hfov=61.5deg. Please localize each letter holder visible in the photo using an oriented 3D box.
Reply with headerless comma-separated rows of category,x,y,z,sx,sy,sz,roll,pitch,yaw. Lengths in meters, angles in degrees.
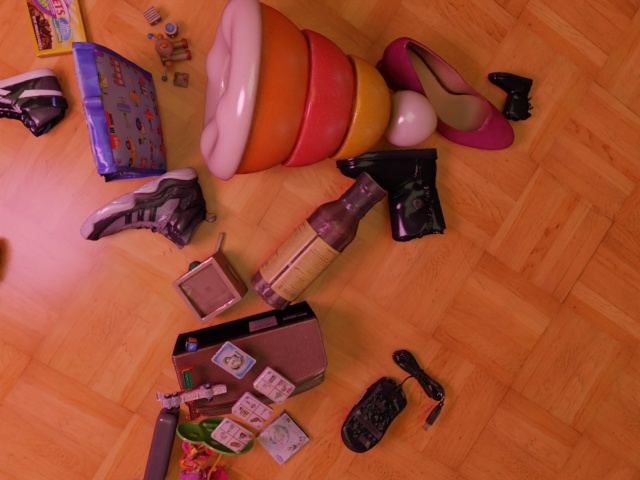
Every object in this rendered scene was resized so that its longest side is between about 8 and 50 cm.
letter holder,-0.140,0.285,1.168,0.302,0.152,0.214,-14,98,-8

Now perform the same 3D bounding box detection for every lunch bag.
lunch bag,-0.386,-0.231,1.014,0.138,0.293,0.221,-9,95,-9

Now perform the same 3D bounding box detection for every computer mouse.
computer mouse,0.173,0.406,1.277,0.184,0.060,0.262,41,75,-6

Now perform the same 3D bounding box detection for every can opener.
can opener,-0.377,0.507,1.181,0.093,0.074,0.280,17,91,-10

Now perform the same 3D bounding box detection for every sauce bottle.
sauce bottle,0.000,0.000,1.157,0.111,0.111,0.344,44,100,-10

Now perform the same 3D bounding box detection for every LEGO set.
LEGO set,-0.199,0.290,1.068,0.244,0.060,0.182,41,89,-25

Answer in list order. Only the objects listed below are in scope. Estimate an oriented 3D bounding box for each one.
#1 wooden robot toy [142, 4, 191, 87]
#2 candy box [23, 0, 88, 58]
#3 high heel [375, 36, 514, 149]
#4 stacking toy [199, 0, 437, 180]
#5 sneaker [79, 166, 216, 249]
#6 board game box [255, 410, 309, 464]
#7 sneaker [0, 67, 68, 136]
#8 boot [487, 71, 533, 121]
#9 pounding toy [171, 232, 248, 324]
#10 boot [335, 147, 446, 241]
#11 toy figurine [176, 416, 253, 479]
wooden robot toy,-0.317,-0.409,1.122,0.076,0.079,0.173,-19,97,-8
candy box,-0.549,-0.486,1.104,0.105,0.027,0.205,-12,96,-12
high heel,0.295,-0.308,1.179,0.377,0.181,0.127,24,90,-10
stacking toy,0.016,-0.271,1.091,0.480,0.350,0.350,5,93,-21
sneaker,-0.354,-0.035,1.130,0.269,0.101,0.153,-30,96,-9
board game box,-0.088,0.459,1.253,0.090,0.020,0.090,-40,100,-5
sneaker,-0.623,-0.256,1.081,0.217,0.079,0.121,-23,96,-9
boot,0.447,-0.339,1.273,0.121,0.045,0.099,8,93,-14
pounding toy,-0.236,0.080,1.173,0.130,0.100,0.141,-33,96,9
boot,0.164,-0.098,1.216,0.247,0.094,0.207,-6,91,-15
toy figurine,-0.253,0.490,1.179,0.173,0.130,0.159,16,101,-27
